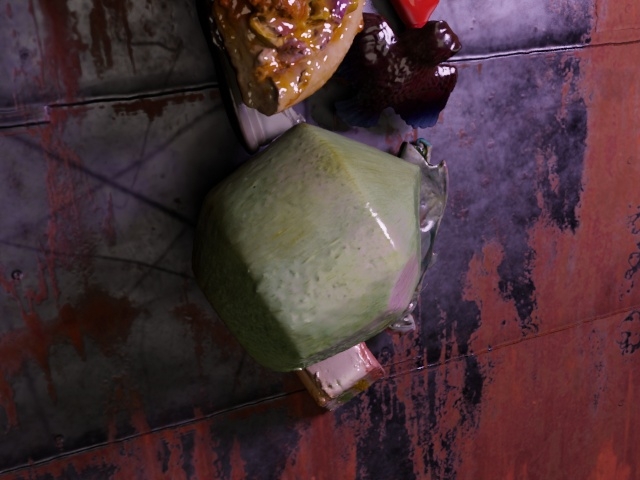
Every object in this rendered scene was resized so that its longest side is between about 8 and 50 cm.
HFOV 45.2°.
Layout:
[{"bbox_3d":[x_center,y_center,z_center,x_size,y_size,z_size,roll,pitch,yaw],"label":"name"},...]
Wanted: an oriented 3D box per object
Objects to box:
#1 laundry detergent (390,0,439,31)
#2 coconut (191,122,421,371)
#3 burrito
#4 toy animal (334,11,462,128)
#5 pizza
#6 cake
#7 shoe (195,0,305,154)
[{"bbox_3d":[0.133,-0.355,1.067,0.097,0.049,0.165,-19,116,-18],"label":"laundry detergent"},{"bbox_3d":[0.000,0.000,0.997,0.328,0.328,0.281,-36,102,-6],"label":"coconut"},{"bbox_3d":[0.132,-0.001,1.176,0.096,0.066,0.309,6,103,-20],"label":"burrito"},{"bbox_3d":[0.107,-0.221,1.030,0.218,0.179,0.116,32,68,-26],"label":"toy animal"},{"bbox_3d":[-0.042,-0.350,0.902,0.277,0.114,0.409,28,68,-37],"label":"pizza"},{"bbox_3d":[0.042,0.212,1.161,0.109,0.090,0.225,-37,146,-4],"label":"cake"},{"bbox_3d":[-0.095,-0.250,0.987,0.098,0.103,0.275,-22,120,-13],"label":"shoe"}]
